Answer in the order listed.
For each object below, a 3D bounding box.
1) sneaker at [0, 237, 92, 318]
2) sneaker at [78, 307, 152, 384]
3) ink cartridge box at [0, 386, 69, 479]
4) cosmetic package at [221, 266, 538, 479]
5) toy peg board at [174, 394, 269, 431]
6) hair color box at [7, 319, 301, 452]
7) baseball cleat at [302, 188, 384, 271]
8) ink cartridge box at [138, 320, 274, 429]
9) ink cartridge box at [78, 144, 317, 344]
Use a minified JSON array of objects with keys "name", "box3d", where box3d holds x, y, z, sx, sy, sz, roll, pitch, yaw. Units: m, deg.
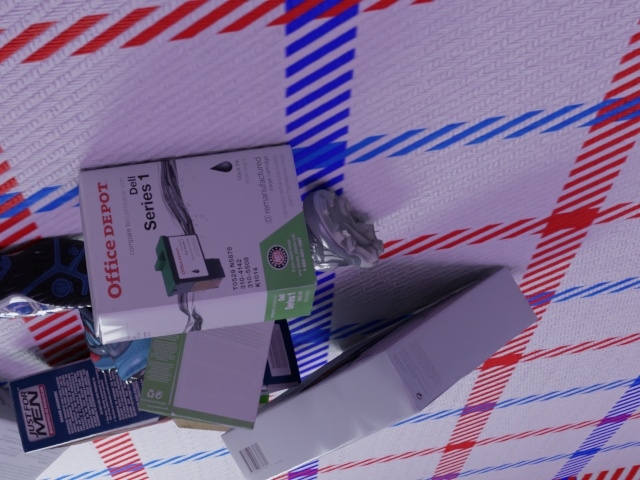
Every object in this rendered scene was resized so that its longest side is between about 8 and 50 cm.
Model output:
[{"name":"sneaker","box3d":[-0.315,0.044,1.684,0.211,0.080,0.081,0,167,-1]},{"name":"sneaker","box3d":[-0.235,0.085,1.805,0.104,0.125,0.262,-30,-170,-17]},{"name":"ink cartridge box","box3d":[-0.569,0.357,2.142,0.385,0.091,0.308,-42,156,4]},{"name":"cosmetic package","box3d":[0.077,0.190,2.085,0.284,0.097,0.377,-28,177,-44]},{"name":"toy peg board","box3d":[-0.145,0.239,2.330,0.161,0.079,0.161,4,160,4]},{"name":"hair color box","box3d":[-0.218,0.191,2.036,0.347,0.105,0.174,-16,172,15]},{"name":"baseball cleat","box3d":[0.000,0.000,1.718,0.109,0.072,0.206,-13,158,18]},{"name":"ink cartridge box","box3d":[-0.114,0.089,1.719,0.056,0.235,0.171,6,171,31]},{"name":"ink cartridge box","box3d":[-0.127,0.004,1.526,0.219,0.160,0.092,-8,159,-9]}]
